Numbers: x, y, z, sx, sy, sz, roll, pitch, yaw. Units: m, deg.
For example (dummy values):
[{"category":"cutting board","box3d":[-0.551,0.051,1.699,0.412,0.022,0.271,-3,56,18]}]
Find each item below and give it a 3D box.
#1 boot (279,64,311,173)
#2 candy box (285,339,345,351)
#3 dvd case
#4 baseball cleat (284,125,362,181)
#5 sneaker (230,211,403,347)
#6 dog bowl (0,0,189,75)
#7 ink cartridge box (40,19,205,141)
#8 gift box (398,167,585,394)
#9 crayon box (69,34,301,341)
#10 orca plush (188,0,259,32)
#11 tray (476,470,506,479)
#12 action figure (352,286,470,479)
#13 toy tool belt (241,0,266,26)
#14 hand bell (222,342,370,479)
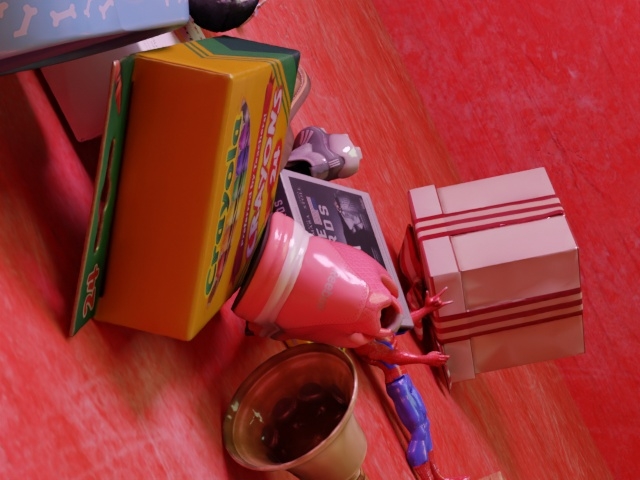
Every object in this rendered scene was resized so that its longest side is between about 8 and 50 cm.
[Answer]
[{"category":"boot","box3d":[-0.088,-0.166,1.388,0.115,0.112,0.305,47,21,-21]},{"category":"candy box","box3d":[-0.003,0.068,1.379,0.105,0.027,0.206,55,24,-26]},{"category":"dvd case","box3d":[0.024,0.017,1.407,0.238,0.029,0.179,11,59,-64]},{"category":"baseball cleat","box3d":[-0.024,-0.103,1.568,0.206,0.109,0.072,-178,-109,-72]},{"category":"sneaker","box3d":[0.006,0.059,1.125,0.136,0.116,0.314,22,-2,5]},{"category":"dog bowl","box3d":[-0.191,-0.160,0.843,0.297,0.165,0.074,-37,113,-67]},{"category":"ink cartridge box","box3d":[-0.177,-0.181,1.097,0.154,0.093,0.212,62,12,-4]},{"category":"gift box","box3d":[0.260,0.074,1.932,0.255,0.258,0.276,-97,177,-58]},{"category":"crayon box","box3d":[-0.096,-0.049,0.977,0.318,0.081,0.202,-52,154,-74]},{"category":"orca plush","box3d":[-0.128,-0.281,1.176,0.151,0.102,0.287,-13,55,-31]},{"category":"tray","box3d":[0.271,0.512,1.549,0.203,0.076,0.411,55,17,-34]},{"category":"action figure","box3d":[0.134,0.174,1.531,0.280,0.139,0.091,61,13,-2]},{"category":"toy tool belt","box3d":[-0.107,-0.326,1.693,0.052,0.051,0.083,66,14,10]},{"category":"hand bell","box3d":[0.030,0.213,1.083,0.242,0.126,0.126,55,16,-36]}]
